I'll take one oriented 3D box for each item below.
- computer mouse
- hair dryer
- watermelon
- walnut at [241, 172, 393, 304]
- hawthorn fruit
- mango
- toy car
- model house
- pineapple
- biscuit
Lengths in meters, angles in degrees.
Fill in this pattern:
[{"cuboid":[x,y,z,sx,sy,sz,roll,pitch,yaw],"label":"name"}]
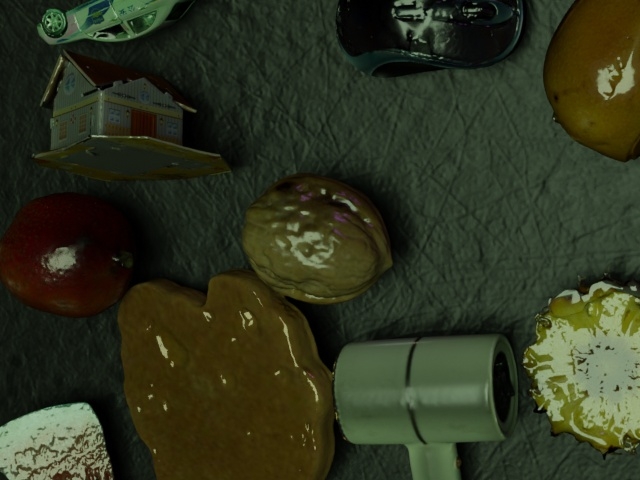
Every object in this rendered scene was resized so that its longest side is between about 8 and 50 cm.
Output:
[{"cuboid":[0.120,-0.262,1.770,0.233,0.096,0.137,-3,96,22],"label":"computer mouse"},{"cuboid":[0.144,0.291,1.833,0.203,0.128,0.362,-5,103,21],"label":"hair dryer"},{"cuboid":[-0.324,0.332,2.025,0.154,0.094,0.241,-24,90,11],"label":"watermelon"},{"cuboid":[0.000,0.000,1.817,0.184,0.155,0.155,15,102,16],"label":"walnut"},{"cuboid":[-0.310,0.025,1.925,0.188,0.169,0.169,17,103,36],"label":"hawthorn fruit"},{"cuboid":[0.343,-0.213,1.676,0.166,0.136,0.236,44,104,13],"label":"mango"},{"cuboid":[-0.246,-0.285,1.904,0.224,0.090,0.076,-20,96,21],"label":"toy car"},{"cuboid":[-0.224,-0.157,1.877,0.207,0.219,0.136,-13,73,47],"label":"model house"},{"cuboid":[0.337,0.141,1.754,0.225,0.076,0.225,2,96,18],"label":"pineapple"},{"cuboid":[-0.117,0.192,1.912,0.312,0.057,0.351,-29,83,34],"label":"biscuit"}]
